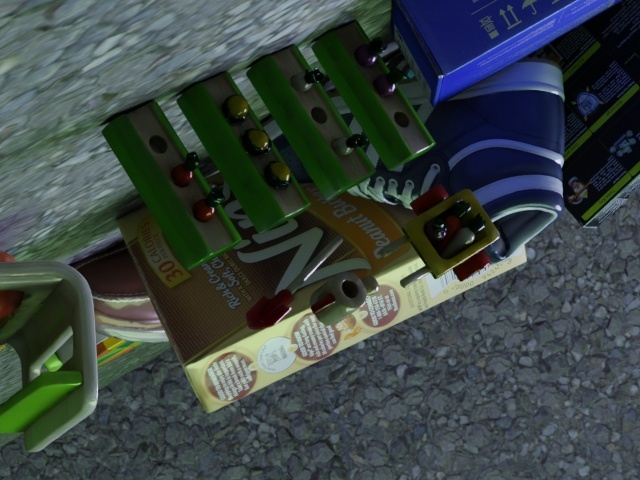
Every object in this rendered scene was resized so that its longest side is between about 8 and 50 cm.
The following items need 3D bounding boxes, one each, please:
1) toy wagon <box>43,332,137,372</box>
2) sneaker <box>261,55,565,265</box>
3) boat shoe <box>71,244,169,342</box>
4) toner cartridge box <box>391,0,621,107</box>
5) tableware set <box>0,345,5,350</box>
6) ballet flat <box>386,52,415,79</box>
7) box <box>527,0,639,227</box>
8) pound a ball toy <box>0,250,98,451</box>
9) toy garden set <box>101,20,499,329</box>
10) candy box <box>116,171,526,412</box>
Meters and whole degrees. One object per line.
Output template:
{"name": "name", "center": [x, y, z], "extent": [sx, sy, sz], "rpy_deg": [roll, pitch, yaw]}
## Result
{"name": "toy wagon", "center": [-0.205, 0.077, 2.133], "extent": [0.267, 0.068, 0.344], "rpy_deg": [-30, 176, 1]}
{"name": "sneaker", "center": [0.071, -0.049, 1.441], "extent": [0.282, 0.153, 0.099], "rpy_deg": [-12, 162, 22]}
{"name": "boat shoe", "center": [-0.124, 0.014, 1.746], "extent": [0.324, 0.123, 0.116], "rpy_deg": [-14, 132, -46]}
{"name": "toner cartridge box", "center": [0.220, -0.226, 1.311], "extent": [0.348, 0.075, 0.165], "rpy_deg": [-30, 177, 0]}
{"name": "tableware set", "center": [-0.325, 0.103, 1.898], "extent": [0.104, 0.024, 0.154], "rpy_deg": [-32, 175, 27]}
{"name": "ballet flat", "center": [0.131, -0.179, 1.547], "extent": [0.168, 0.057, 0.052], "rpy_deg": [-26, -155, -12]}
{"name": "box", "center": [0.234, -0.139, 1.453], "extent": [0.190, 0.184, 0.045], "rpy_deg": [-46, 162, 19]}
{"name": "pound a ball toy", "center": [-0.294, 0.085, 1.322], "extent": [0.208, 0.135, 0.319], "rpy_deg": [-2, 167, -19]}
{"name": "toy garden set", "center": [0.005, -0.037, 1.175], "extent": [0.244, 0.203, 0.049], "rpy_deg": [-28, 174, -42]}
{"name": "candy box", "center": [0.000, 0.000, 1.539], "extent": [0.317, 0.183, 0.087], "rpy_deg": [-25, 142, -6]}
